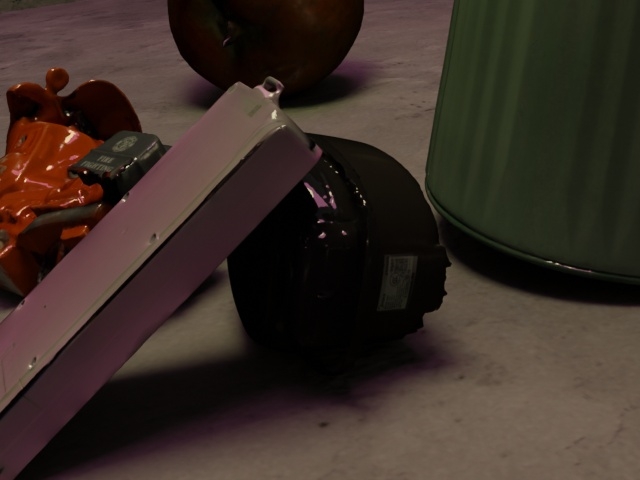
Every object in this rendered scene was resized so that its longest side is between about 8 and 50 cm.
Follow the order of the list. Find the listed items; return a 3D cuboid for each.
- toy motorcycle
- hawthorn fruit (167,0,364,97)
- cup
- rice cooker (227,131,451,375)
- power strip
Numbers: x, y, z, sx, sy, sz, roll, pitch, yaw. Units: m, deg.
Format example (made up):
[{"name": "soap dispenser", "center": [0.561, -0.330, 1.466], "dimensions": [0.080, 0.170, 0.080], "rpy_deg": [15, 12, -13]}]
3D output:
[{"name": "toy motorcycle", "center": [-0.200, -0.044, 0.786], "dimensions": [0.325, 0.148, 0.221], "rpy_deg": [13, 51, 42]}, {"name": "hawthorn fruit", "center": [-0.072, -0.314, 1.234], "dimensions": [0.267, 0.268, 0.301], "rpy_deg": [-1, 31, 10]}, {"name": "cup", "center": [0.288, -0.192, 0.708], "dimensions": [0.400, 0.393, 0.310], "rpy_deg": [-8, 28, -18]}, {"name": "rice cooker", "center": [0.000, 0.000, 0.616], "dimensions": [0.118, 0.142, 0.203], "rpy_deg": [-1, 23, -22]}, {"name": "power strip", "center": [-0.112, 0.017, 0.544], "dimensions": [0.279, 0.037, 0.109], "rpy_deg": [-46, 29, -1]}]
